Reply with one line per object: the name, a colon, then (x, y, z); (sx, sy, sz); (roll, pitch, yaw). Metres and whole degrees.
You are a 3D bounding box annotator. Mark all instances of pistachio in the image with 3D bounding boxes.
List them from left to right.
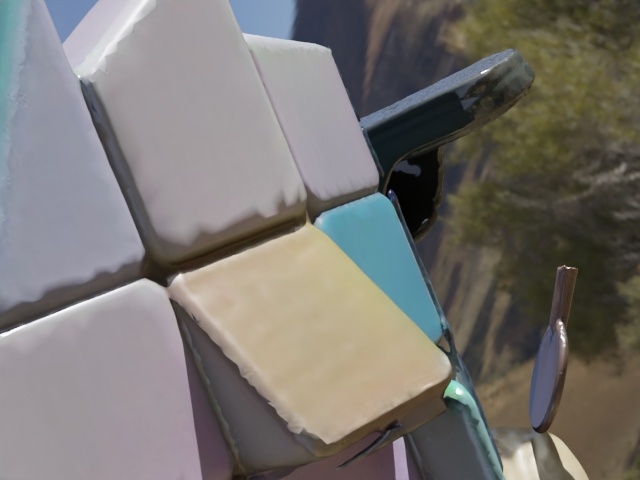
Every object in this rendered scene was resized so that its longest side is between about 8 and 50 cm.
pistachio: (0.219, 0.285, 1.304); (0.126, 0.152, 0.223); (-37, 45, 21)

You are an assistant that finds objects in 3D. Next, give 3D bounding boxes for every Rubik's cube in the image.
Rubik's cube: (-0.100, 0.065, 0.637); (0.368, 0.387, 0.358); (-22, -1, -43)

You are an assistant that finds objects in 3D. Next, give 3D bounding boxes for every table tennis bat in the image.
table tennis bat: (0.185, 0.101, 1.294); (0.107, 0.119, 0.170); (151, 130, -86)

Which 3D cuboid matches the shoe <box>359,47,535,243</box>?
shoe: (0.050, -0.040, 0.856); (0.241, 0.093, 0.108); (-25, 10, 42)
